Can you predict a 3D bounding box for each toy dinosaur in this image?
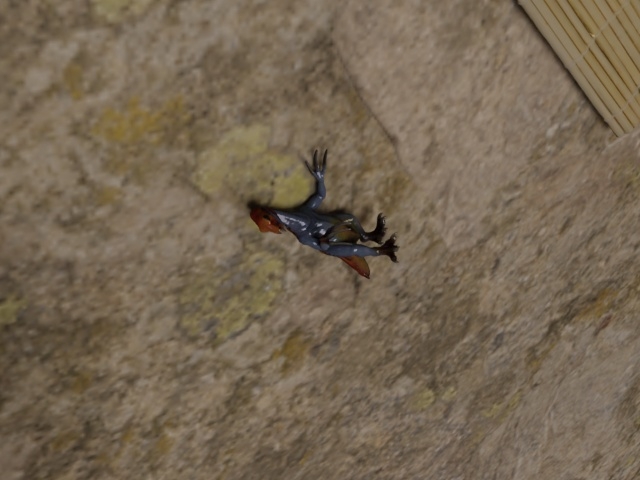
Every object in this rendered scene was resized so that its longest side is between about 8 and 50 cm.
[{"bbox_3d":[0.000,0.000,0.434,0.082,0.047,0.090,1,133,-15],"label":"toy dinosaur"}]

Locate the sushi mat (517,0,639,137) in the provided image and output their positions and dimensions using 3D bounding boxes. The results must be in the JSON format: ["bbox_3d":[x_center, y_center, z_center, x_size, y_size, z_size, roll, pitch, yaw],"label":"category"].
[{"bbox_3d":[0.152,-0.185,0.421,0.151,0.019,0.316,-50,136,7],"label":"sushi mat"}]
